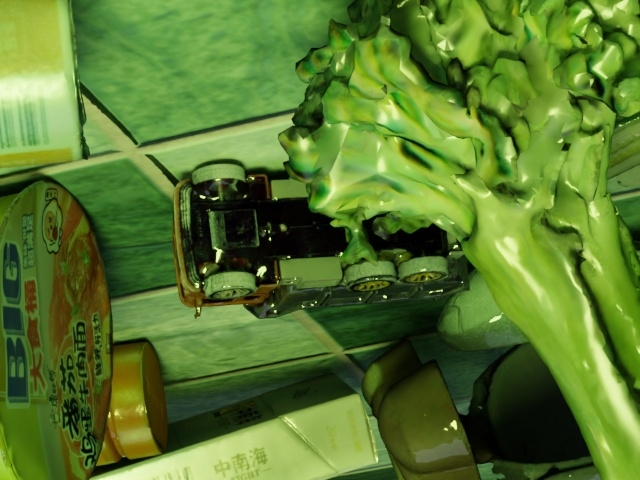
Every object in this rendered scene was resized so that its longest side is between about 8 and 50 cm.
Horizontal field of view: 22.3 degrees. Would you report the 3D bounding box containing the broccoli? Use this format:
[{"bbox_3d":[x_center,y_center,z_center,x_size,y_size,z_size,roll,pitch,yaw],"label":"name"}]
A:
[{"bbox_3d":[0.120,-0.027,0.752,0.177,0.275,0.198,-21,152,-42],"label":"broccoli"}]

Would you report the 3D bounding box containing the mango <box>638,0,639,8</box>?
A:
[{"bbox_3d":[0.184,-0.127,0.768,0.079,0.057,0.114,-44,154,-25],"label":"mango"}]

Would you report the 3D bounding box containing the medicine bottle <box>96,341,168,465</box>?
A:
[{"bbox_3d":[-0.226,0.141,1.312,0.192,0.096,0.096,-8,160,5],"label":"medicine bottle"}]

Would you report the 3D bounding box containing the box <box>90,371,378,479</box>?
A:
[{"bbox_3d":[-0.082,0.186,1.395,0.243,0.067,0.155,-18,-174,-8],"label":"box"}]

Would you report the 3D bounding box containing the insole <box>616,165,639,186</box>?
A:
[{"bbox_3d":[0.206,-0.069,1.028,0.065,0.004,0.197,-13,159,14],"label":"insole"}]

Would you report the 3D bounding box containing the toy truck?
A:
[{"bbox_3d":[0.000,0.000,1.028,0.192,0.083,0.092,-4,165,-13],"label":"toy truck"}]

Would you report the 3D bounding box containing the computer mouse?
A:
[{"bbox_3d":[0.187,0.027,1.195,0.229,0.068,0.113,-13,-176,-23],"label":"computer mouse"}]

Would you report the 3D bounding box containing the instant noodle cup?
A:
[{"bbox_3d":[-0.227,0.070,0.990,0.153,0.205,0.205,-5,161,13],"label":"instant noodle cup"}]

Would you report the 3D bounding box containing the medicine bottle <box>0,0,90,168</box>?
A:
[{"bbox_3d":[-0.320,-0.058,0.724,0.426,0.108,0.108,-5,160,-9],"label":"medicine bottle"}]

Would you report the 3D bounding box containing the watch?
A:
[{"bbox_3d":[0.226,0.163,1.289,0.327,0.314,0.335,-24,-164,0],"label":"watch"}]

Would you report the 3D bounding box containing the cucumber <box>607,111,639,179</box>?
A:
[{"bbox_3d":[0.179,-0.069,0.963,0.107,0.035,0.067,-27,153,25],"label":"cucumber"}]
